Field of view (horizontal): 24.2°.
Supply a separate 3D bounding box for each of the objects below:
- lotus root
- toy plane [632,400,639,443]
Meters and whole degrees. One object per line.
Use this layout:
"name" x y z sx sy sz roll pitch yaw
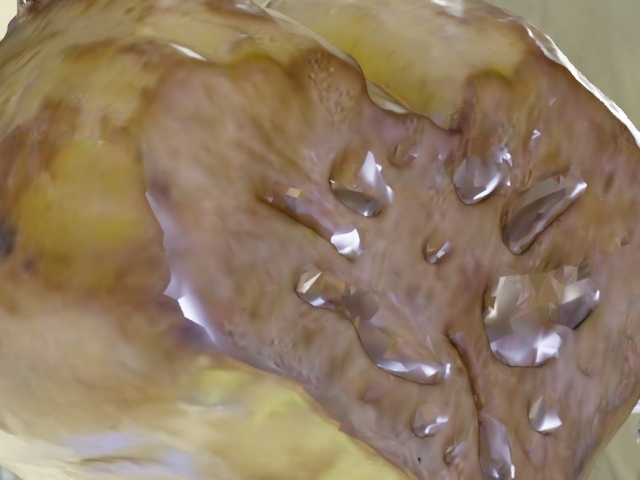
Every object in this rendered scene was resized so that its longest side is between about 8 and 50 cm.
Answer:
"lotus root" 0.000 0.000 0.602 0.250 0.316 0.316 1 106 59
"toy plane" 0.242 0.120 1.246 0.107 0.273 0.182 37 122 42
